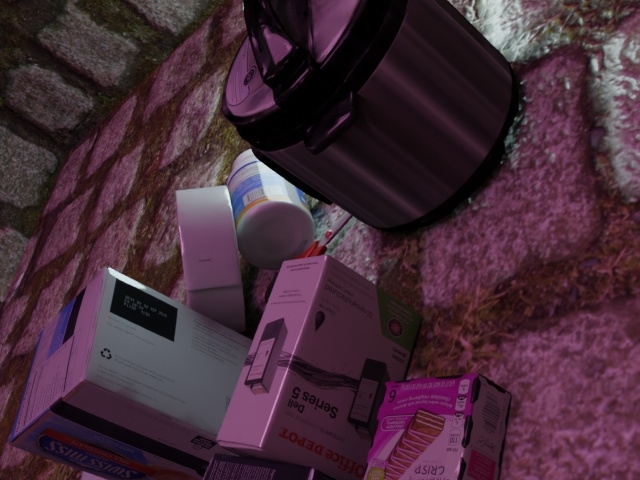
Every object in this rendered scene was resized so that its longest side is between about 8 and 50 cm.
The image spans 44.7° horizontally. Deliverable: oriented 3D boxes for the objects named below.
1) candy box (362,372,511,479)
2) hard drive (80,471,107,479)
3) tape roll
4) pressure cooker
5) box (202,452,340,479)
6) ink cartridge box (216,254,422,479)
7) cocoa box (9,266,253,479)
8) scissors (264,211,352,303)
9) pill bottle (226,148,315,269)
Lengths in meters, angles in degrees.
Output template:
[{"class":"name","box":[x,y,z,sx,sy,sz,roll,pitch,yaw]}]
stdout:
[{"class":"candy box","box":[0.127,0.282,0.926,0.159,0.071,0.233,-18,48,48]},{"class":"hard drive","box":[-0.370,0.462,1.523,0.353,0.047,0.233,-39,34,30]},{"class":"tape roll","box":[-0.209,0.040,1.473,0.286,0.100,0.286,174,90,-81]},{"class":"pressure cooker","box":[0.051,-0.258,1.209,0.370,0.420,0.375,14,74,57]},{"class":"box","box":[-0.043,0.358,1.005,0.207,0.153,0.108,-10,53,47]},{"class":"ink cartridge box","box":[0.005,0.187,1.072,0.115,0.198,0.273,-10,54,51]},{"class":"cocoa box","box":[-0.282,0.253,1.287,0.228,0.347,0.231,-39,35,30]},{"class":"scissors","box":[0.000,0.000,1.415,0.297,0.021,0.109,-57,31,-9]},{"class":"pill bottle","box":[-0.108,-0.075,1.544,0.152,0.152,0.272,-47,30,17]}]
